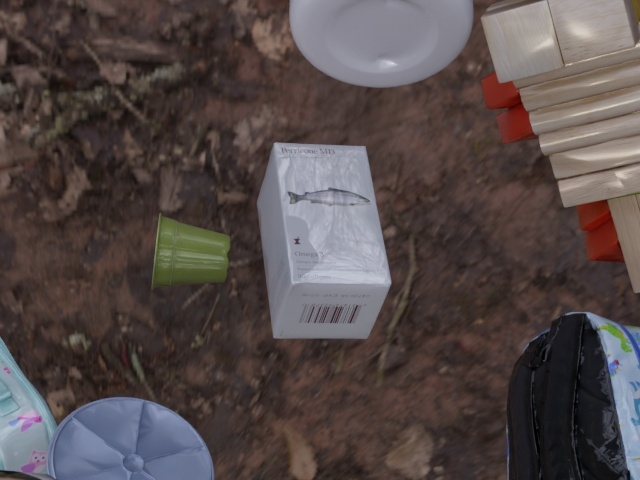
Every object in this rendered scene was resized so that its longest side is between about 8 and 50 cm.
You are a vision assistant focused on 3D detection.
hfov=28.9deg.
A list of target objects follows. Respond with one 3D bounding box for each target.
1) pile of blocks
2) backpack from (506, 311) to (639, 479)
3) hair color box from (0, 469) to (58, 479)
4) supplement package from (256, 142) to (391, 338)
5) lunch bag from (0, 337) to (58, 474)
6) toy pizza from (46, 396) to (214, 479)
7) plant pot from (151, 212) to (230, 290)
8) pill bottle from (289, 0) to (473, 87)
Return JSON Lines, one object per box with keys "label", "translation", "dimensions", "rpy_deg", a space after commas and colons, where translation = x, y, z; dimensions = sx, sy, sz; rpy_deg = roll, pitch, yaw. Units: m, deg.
{"label": "pile of blocks", "translation": [0.182, -0.096, 0.851], "dimensions": [0.112, 0.362, 0.149], "rpy_deg": [-12, 52, 22]}
{"label": "backpack", "translation": [0.375, 0.274, 1.687], "dimensions": [0.273, 0.290, 0.356], "rpy_deg": [3, 57, -29]}
{"label": "hair color box", "translation": [-0.241, 0.256, 0.935], "dimensions": [0.185, 0.374, 0.114], "rpy_deg": [11, 85, -30]}
{"label": "supplement package", "translation": [0.000, 0.000, 1.283], "dimensions": [0.105, 0.105, 0.179], "rpy_deg": [0, 54, -14]}
{"label": "lunch bag", "translation": [-0.446, 0.253, 1.710], "dimensions": [0.107, 0.224, 0.279], "rpy_deg": [-21, 45, -33]}
{"label": "toy pizza", "translation": [-0.226, 0.273, 1.476], "dimensions": [0.201, 0.032, 0.201], "rpy_deg": [13, 43, -12]}
{"label": "plant pot", "translation": [-0.138, 0.015, 1.329], "dimensions": [0.079, 0.083, 0.083], "rpy_deg": [5, 72, -8]}
{"label": "pill bottle", "translation": [0.050, -0.268, 1.033], "dimensions": [0.146, 0.146, 0.264], "rpy_deg": [6, 56, -7]}
